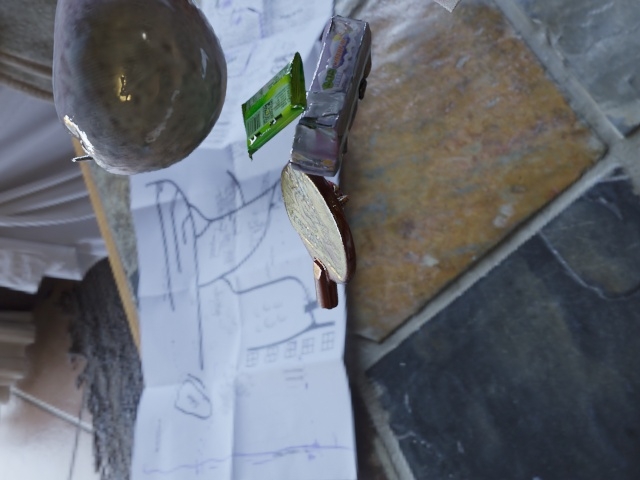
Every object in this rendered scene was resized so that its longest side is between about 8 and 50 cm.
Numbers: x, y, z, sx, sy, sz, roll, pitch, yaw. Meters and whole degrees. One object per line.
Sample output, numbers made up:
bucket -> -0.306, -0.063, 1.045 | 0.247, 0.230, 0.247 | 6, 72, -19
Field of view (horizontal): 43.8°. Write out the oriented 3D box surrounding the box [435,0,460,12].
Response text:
box -> 0.183, -0.522, 1.273 | 0.106, 0.200, 0.299 | -51, 12, 46

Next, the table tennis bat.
table tennis bat -> 0.000, 0.000, 1.730 | 0.268, 0.051, 0.415 | 47, 156, 38

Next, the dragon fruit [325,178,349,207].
dragon fruit -> 0.015, -0.099, 1.848 | 0.190, 0.094, 0.094 | -174, 94, -78

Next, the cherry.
cherry -> -0.305, -0.274, 1.305 | 0.291, 0.335, 0.326 | 6, 67, 8

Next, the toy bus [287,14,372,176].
toy bus -> 0.023, -0.276, 1.497 | 0.112, 0.138, 0.317 | 11, 57, 5

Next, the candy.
candy -> -0.074, -0.204, 1.224 | 0.178, 0.032, 0.102 | -31, 55, 50
